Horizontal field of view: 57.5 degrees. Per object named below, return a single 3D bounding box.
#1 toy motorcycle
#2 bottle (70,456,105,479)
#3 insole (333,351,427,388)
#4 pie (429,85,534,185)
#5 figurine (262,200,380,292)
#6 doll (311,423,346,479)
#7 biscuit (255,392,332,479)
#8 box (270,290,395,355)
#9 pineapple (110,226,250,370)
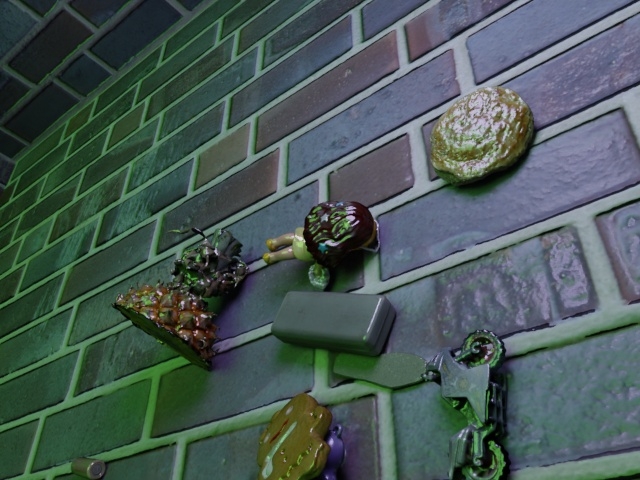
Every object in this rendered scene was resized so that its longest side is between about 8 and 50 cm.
[{"bbox_3d":[0.202,0.231,0.818,0.122,0.080,0.216,-15,57,37],"label":"toy motorcycle"},{"bbox_3d":[-0.540,0.528,1.353,0.096,0.045,0.045,-12,54,41],"label":"bottle"},{"bbox_3d":[0.097,0.215,0.983,0.191,0.010,0.063,-5,58,43],"label":"insole"},{"bbox_3d":[0.284,-0.180,1.041,0.193,0.079,0.163,-36,52,19],"label":"pie"},{"bbox_3d":[0.001,-0.001,1.153,0.240,0.115,0.175,-23,48,32],"label":"figurine"},{"bbox_3d":[-0.014,0.381,0.929,0.206,0.067,0.110,-62,28,8],"label":"doll"},{"bbox_3d":[-0.052,0.330,0.946,0.184,0.035,0.249,-51,13,4],"label":"biscuit"},{"bbox_3d":[0.018,0.147,1.069,0.243,0.055,0.103,-1,53,43],"label":"box"},{"bbox_3d":[-0.272,0.104,1.290,0.262,0.262,0.272,7,56,47],"label":"pineapple"}]
